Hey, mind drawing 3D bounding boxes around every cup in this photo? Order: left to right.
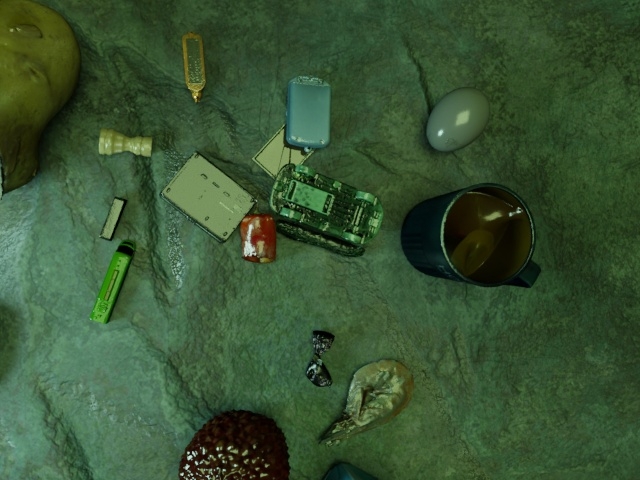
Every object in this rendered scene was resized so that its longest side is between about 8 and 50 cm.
[{"bbox_3d":[0.388,-0.008,1.357,0.308,0.292,0.241,4,88,-13],"label":"cup"}]

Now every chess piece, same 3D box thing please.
[{"bbox_3d":[-0.476,-0.238,1.290,0.122,0.066,0.066,3,88,-17],"label":"chess piece"}]

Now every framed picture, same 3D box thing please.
[{"bbox_3d":[-0.094,-0.233,1.397,0.109,0.011,0.149,43,81,-8],"label":"framed picture"}]

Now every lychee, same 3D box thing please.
[{"bbox_3d":[-0.196,0.537,1.244,0.265,0.300,0.264,4,97,31],"label":"lychee"}]

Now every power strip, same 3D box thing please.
[{"bbox_3d":[-0.509,-0.053,1.290,0.029,0.038,0.111,20,84,-10],"label":"power strip"},{"bbox_3d":[-0.322,-0.440,1.342,0.049,0.028,0.178,-5,90,-13],"label":"power strip"}]

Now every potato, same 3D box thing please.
[{"bbox_3d":[-0.657,-0.326,1.172,0.296,0.290,0.396,-33,118,-38],"label":"potato"}]

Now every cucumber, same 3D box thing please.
[{"bbox_3d":[0.000,0.000,1.398,0.257,0.043,0.044,18,90,-12],"label":"cucumber"}]

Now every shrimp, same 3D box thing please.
[{"bbox_3d":[0.116,0.434,1.410,0.317,0.062,0.164,-30,91,-15],"label":"shrimp"}]

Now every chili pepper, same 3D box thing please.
[{"bbox_3d":[-0.158,-0.035,1.345,0.086,0.084,0.191,-2,92,-46],"label":"chili pepper"}]

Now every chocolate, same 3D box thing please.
[{"bbox_3d":[-0.001,0.314,1.384,0.072,0.070,0.147,5,87,16],"label":"chocolate"}]

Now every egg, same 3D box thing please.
[{"bbox_3d":[0.373,-0.329,1.432,0.199,0.146,0.146,-43,98,-1],"label":"egg"}]

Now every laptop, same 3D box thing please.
[{"bbox_3d":[-0.285,-0.109,1.345,0.207,0.026,0.153,39,81,-9],"label":"laptop"}]

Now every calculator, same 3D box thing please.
[{"bbox_3d":[-0.031,-0.336,1.392,0.121,0.039,0.210,2,85,-14],"label":"calculator"}]

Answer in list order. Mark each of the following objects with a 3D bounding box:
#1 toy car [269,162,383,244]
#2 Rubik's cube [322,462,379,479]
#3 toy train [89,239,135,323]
[{"bbox_3d":[0.010,-0.091,1.361,0.306,0.125,0.136,19,86,-21],"label":"toy car"},{"bbox_3d":[0.123,0.801,1.255,0.347,0.351,0.352,35,80,-10],"label":"Rubik's cube"},{"bbox_3d":[-0.506,0.098,1.285,0.044,0.042,0.209,20,85,-12],"label":"toy train"}]
